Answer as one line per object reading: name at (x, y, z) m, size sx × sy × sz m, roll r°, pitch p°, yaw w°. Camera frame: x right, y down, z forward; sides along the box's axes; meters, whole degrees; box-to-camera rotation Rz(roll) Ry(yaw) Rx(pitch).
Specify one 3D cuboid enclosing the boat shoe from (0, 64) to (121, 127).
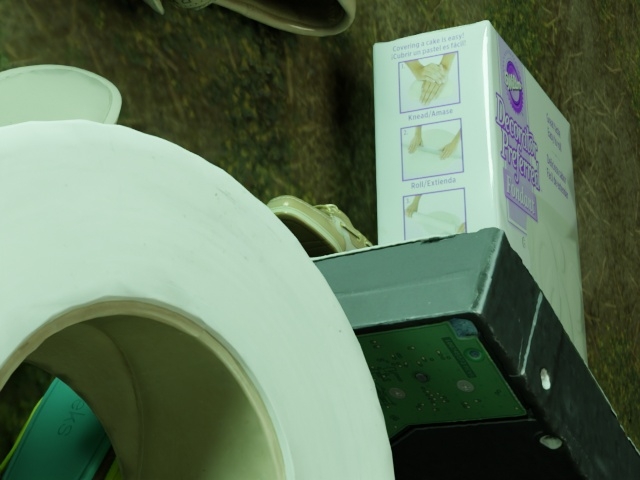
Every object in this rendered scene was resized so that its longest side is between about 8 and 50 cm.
boat shoe at (-0.161, -0.016, 0.539) m, size 0.206 × 0.075 × 0.065 m, roll -63°, pitch 174°, yaw -49°

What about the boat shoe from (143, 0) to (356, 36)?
boat shoe at (-0.072, -0.192, 0.644) m, size 0.341 × 0.122 × 0.110 m, roll 0°, pitch 80°, yaw -56°

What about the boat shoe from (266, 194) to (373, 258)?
boat shoe at (0.000, 0.000, 0.760) m, size 0.135 × 0.050 × 0.045 m, roll 45°, pitch 42°, yaw -53°

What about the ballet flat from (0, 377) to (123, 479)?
ballet flat at (-0.136, 0.149, 0.504) m, size 0.231 × 0.077 × 0.077 m, roll -58°, pitch 154°, yaw -47°

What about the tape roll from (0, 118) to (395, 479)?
tape roll at (-0.094, 0.104, 0.415) m, size 0.286 × 0.100 × 0.286 m, roll 22°, pitch 60°, yaw -45°

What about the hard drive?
hard drive at (0.065, 0.143, 0.643) m, size 0.339 × 0.237 × 0.064 m, roll 53°, pitch 42°, yaw -31°

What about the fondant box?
fondant box at (0.132, 0.032, 0.865) m, size 0.238 × 0.096 × 0.330 m, roll 27°, pitch 58°, yaw -60°
